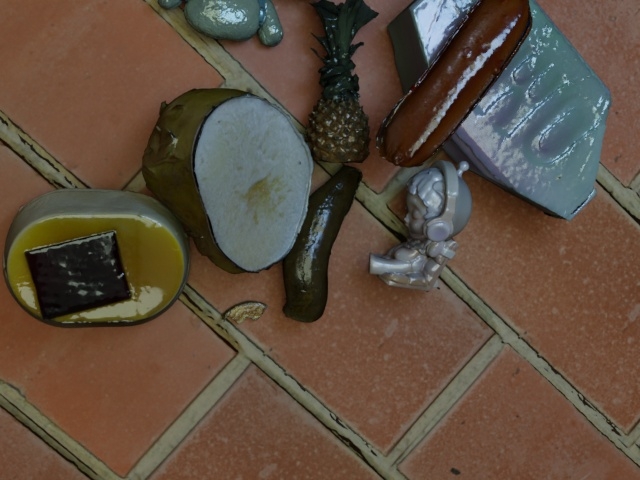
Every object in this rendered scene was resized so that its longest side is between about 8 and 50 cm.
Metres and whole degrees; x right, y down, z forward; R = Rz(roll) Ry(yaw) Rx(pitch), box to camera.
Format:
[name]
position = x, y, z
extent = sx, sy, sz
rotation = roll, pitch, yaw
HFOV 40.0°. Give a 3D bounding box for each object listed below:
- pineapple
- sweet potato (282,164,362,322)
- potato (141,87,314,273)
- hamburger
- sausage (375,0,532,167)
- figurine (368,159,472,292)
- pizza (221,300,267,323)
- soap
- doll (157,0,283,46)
[pineapple]
position = 0.037, -0.269, 1.472
extent = 0.130, 0.119, 0.277
rotation = -2, 97, -23
[sweet potato]
position = -0.005, -0.001, 1.506
extent = 0.112, 0.085, 0.286
rotation = 27, 76, -44
[potato]
position = -0.159, -0.107, 1.421
extent = 0.246, 0.196, 0.300
rotation = -38, 126, -30
[hamburger]
position = -0.356, 0.030, 1.409
extent = 0.295, 0.151, 0.227
rotation = 1, 99, -14
[sausage]
position = 0.212, -0.244, 1.360
extent = 0.102, 0.102, 0.330
rotation = 39, 90, -10
[figurine]
position = 0.175, -0.034, 1.492
extent = 0.141, 0.162, 0.237
rotation = 17, 109, -15
[pizza]
position = -0.131, 0.124, 1.518
extent = 0.083, 0.016, 0.037
rotation = -13, 95, -12
[soap]
position = 0.314, -0.249, 1.501
extent = 0.261, 0.156, 0.446
rotation = -43, 100, -5
[doll]
position = -0.159, -0.382, 1.451
extent = 0.214, 0.071, 0.104
rotation = 14, 92, -14
